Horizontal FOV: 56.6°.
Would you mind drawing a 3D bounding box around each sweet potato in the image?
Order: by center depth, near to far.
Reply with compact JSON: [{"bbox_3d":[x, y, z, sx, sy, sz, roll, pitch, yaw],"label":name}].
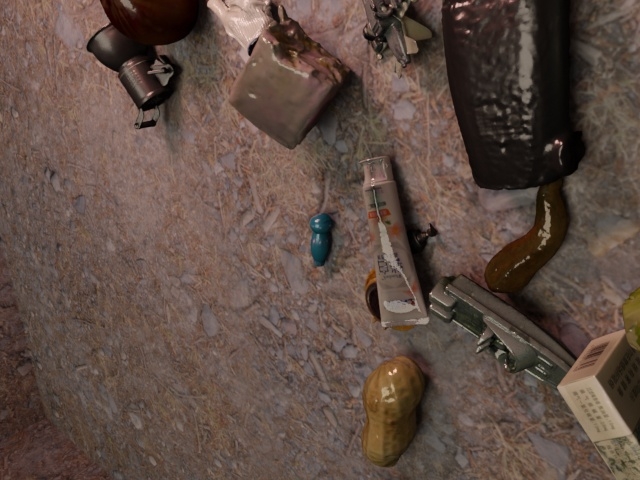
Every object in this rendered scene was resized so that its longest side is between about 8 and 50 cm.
[{"bbox_3d":[0.341,0.006,0.966,0.081,0.062,0.233,41,129,23],"label":"sweet potato"}]

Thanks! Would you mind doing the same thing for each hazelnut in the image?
[{"bbox_3d":[-0.376,-0.530,1.283,0.229,0.229,0.229,20,122,36],"label":"hazelnut"}]

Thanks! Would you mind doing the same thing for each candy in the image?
[{"bbox_3d":[-0.064,-0.298,1.122,0.185,0.137,0.195,39,134,-2],"label":"candy"}]

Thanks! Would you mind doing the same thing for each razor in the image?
[{"bbox_3d":[0.279,-0.240,0.873,0.189,0.107,0.327,3,111,44],"label":"razor"}]

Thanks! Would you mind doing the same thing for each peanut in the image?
[{"bbox_3d":[0.148,0.370,1.271,0.130,0.130,0.290,23,122,34],"label":"peanut"}]

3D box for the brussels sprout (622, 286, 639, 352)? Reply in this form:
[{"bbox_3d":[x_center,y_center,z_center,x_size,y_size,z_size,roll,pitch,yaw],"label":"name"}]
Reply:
[{"bbox_3d":[0.500,0.113,0.823,0.155,0.117,0.155,14,118,28],"label":"brussels sprout"}]

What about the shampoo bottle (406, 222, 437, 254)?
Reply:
[{"bbox_3d":[0.169,0.008,1.150,0.137,0.027,0.048,-31,87,46],"label":"shampoo bottle"}]

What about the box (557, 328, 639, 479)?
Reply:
[{"bbox_3d":[0.479,0.282,0.886,0.069,0.164,0.256,-38,82,45],"label":"box"}]

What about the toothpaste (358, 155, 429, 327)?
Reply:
[{"bbox_3d":[0.131,0.005,1.125,0.100,0.066,0.323,-10,93,29],"label":"toothpaste"}]

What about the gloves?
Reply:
[{"bbox_3d":[-0.161,-0.467,1.191,0.119,0.097,0.229,-40,81,30],"label":"gloves"}]

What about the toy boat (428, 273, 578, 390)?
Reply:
[{"bbox_3d":[0.329,0.176,1.011,0.319,0.092,0.141,35,164,24],"label":"toy boat"}]

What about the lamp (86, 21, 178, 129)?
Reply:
[{"bbox_3d":[-0.444,-0.418,1.470,0.172,0.147,0.227,-32,94,23],"label":"lamp"}]

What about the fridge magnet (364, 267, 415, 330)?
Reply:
[{"bbox_3d":[0.144,0.118,1.200,0.143,0.063,0.143,23,124,38],"label":"fridge magnet"}]

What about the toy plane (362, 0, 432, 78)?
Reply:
[{"bbox_3d":[0.096,-0.405,0.985,0.262,0.088,0.192,63,164,6],"label":"toy plane"}]

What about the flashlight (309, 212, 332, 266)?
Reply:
[{"bbox_3d":[0.000,0.000,1.292,0.051,0.051,0.129,24,126,34],"label":"flashlight"}]
